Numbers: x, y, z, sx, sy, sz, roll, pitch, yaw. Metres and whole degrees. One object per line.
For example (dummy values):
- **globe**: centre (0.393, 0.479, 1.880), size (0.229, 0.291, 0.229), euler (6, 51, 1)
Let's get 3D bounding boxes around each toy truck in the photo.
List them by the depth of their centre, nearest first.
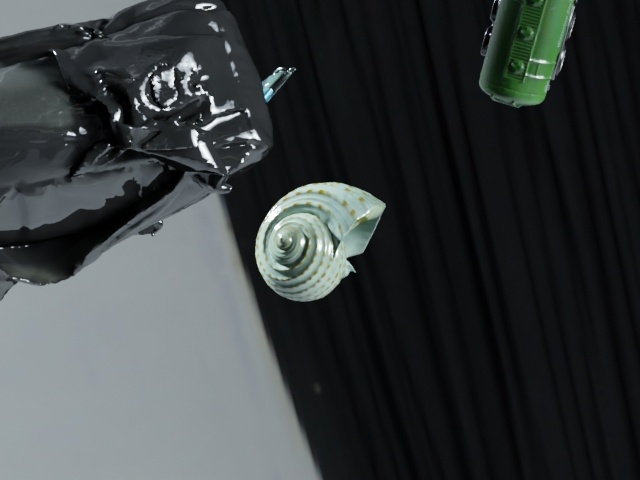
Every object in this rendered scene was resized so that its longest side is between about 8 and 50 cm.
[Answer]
- **toy truck**: centre (0.249, -0.276, 1.727), size (0.101, 0.242, 0.125), euler (17, 15, 9)

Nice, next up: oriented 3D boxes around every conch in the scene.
- **conch**: centre (-0.010, -0.005, 1.985), size (0.131, 0.172, 0.200), euler (29, 5, 7)

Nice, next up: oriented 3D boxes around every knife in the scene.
- **knife**: centre (-0.144, -0.150, 2.165), size (0.296, 0.026, 0.044), euler (-48, 37, -12)

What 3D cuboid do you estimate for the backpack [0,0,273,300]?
- **backpack**: centre (-0.278, -0.080, 1.462), size (0.445, 0.255, 0.363), euler (-14, -1, -18)
